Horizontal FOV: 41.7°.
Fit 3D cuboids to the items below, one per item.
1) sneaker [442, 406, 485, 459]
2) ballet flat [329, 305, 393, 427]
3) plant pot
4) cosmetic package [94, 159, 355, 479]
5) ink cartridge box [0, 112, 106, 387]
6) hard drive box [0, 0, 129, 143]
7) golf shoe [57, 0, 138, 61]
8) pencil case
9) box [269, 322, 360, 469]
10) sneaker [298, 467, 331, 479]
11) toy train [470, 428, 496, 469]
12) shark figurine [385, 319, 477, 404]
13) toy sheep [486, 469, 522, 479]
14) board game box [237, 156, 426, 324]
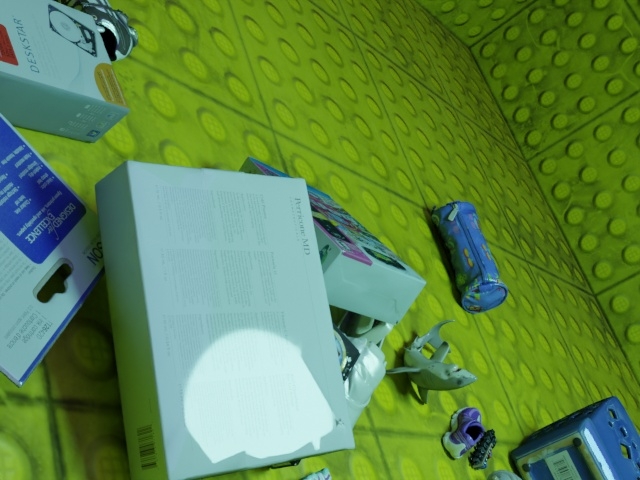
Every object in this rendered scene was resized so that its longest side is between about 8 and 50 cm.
[{"bbox_3d":[0.300,0.379,1.672,0.068,0.071,0.170,56,25,-1],"label":"sneaker"},{"bbox_3d":[0.056,0.181,1.402,0.139,0.139,0.400,50,26,-14],"label":"ballet flat"},{"bbox_3d":[0.569,0.500,1.829,0.212,0.236,0.236,0,61,-54],"label":"plant pot"},{"bbox_3d":[-0.118,0.099,1.065,0.284,0.097,0.377,2,71,-40],"label":"cosmetic package"},{"bbox_3d":[-0.392,-0.021,0.926,0.307,0.072,0.303,51,25,-17],"label":"ink cartridge box"},{"bbox_3d":[-0.397,-0.246,1.147,0.232,0.089,0.181,6,54,-58],"label":"hard drive box"},{"bbox_3d":[-0.376,-0.370,1.343,0.198,0.077,0.094,43,29,-23],"label":"golf shoe"},{"bbox_3d":[0.378,0.031,2.150,0.133,0.119,0.306,70,4,-55],"label":"pencil case"},{"bbox_3d":[-0.088,0.150,1.179,0.270,0.060,0.216,49,49,-15],"label":"box"},{"bbox_3d":[-0.002,0.365,1.191,0.098,0.038,0.069,1,59,-60],"label":"sneaker"},{"bbox_3d":[0.337,0.432,1.729,0.158,0.027,0.036,-25,94,-65],"label":"toy train"},{"bbox_3d":[0.207,0.257,1.657,0.278,0.166,0.116,-90,168,-76],"label":"shark figurine"},{"bbox_3d":[0.358,0.490,1.628,0.091,0.091,0.132,-96,162,-44],"label":"toy sheep"},{"bbox_3d":[0.000,0.000,1.407,0.224,0.097,0.303,23,15,-45],"label":"board game box"}]
